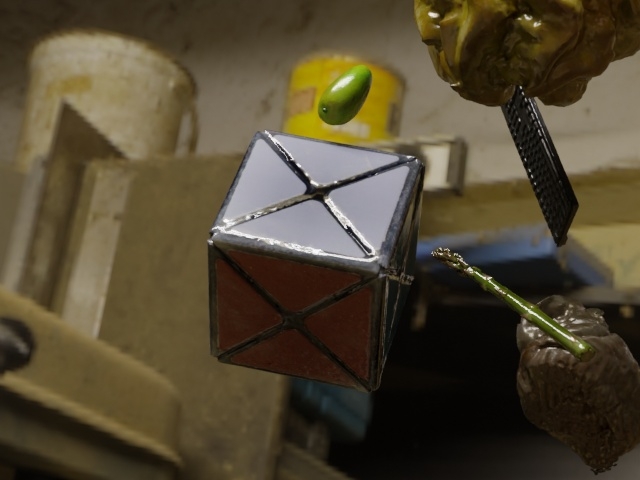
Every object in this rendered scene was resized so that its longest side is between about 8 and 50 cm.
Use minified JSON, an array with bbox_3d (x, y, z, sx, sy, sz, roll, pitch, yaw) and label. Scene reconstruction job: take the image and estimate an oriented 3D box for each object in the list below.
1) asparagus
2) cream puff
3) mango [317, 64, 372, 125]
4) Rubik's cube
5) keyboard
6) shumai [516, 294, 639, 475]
[{"bbox_3d":[0.219,0.069,1.606,0.248,0.024,0.025,37,-13,38],"label":"asparagus"},{"bbox_3d":[0.286,-0.302,1.814,0.324,0.257,0.291,11,-39,0],"label":"cream puff"},{"bbox_3d":[0.038,-0.208,1.978,0.056,0.108,0.073,34,-32,1],"label":"mango"},{"bbox_3d":[-0.003,0.024,1.952,0.255,0.260,0.259,11,-44,8],"label":"Rubik's cube"},{"bbox_3d":[0.316,-0.134,2.047,0.018,0.310,0.101,-5,-39,-12],"label":"keyboard"},{"bbox_3d":[0.375,0.175,1.932,0.218,0.185,0.184,41,-44,-13],"label":"shumai"}]
